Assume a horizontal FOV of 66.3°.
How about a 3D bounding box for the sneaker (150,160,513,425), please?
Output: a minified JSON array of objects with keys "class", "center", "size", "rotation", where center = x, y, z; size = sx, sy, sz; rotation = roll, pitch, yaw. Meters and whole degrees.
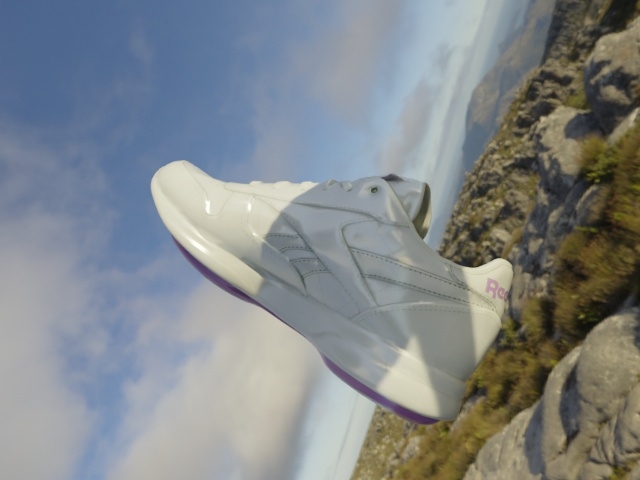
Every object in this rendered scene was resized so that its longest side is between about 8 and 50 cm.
[{"class":"sneaker","center":[0.000,0.000,0.390],"size":[0.152,0.305,0.114],"rotation":[-58,-20,-1]}]
